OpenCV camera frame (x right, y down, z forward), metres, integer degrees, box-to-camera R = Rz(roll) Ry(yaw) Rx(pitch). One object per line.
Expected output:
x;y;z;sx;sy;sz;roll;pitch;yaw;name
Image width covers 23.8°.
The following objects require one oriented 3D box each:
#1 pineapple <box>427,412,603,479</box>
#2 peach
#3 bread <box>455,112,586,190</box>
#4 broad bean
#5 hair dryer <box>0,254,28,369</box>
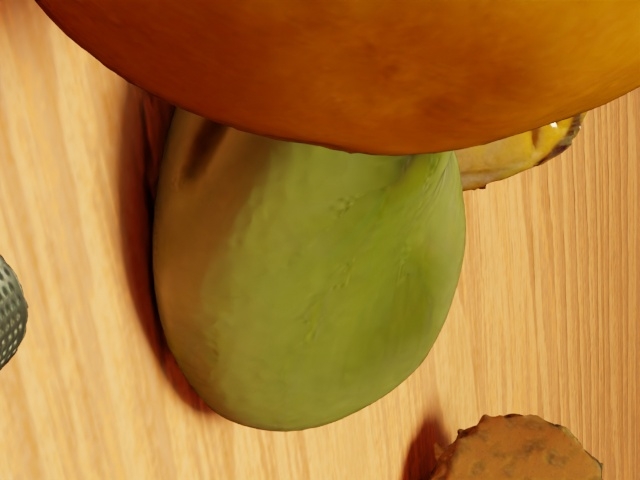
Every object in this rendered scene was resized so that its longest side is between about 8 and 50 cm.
0.162;0.245;1.277;0.278;0.158;0.157;78;25;-67;pineapple
0.012;-0.199;0.542;0.343;0.302;0.342;-10;104;-43;peach
0.066;-0.129;0.846;0.104;0.199;0.199;-82;166;-54;bread
0.000;0.000;0.789;0.189;0.121;0.263;-28;130;-26;broad bean
-0.160;0.157;0.428;0.320;0.156;0.284;-34;118;-73;hair dryer
